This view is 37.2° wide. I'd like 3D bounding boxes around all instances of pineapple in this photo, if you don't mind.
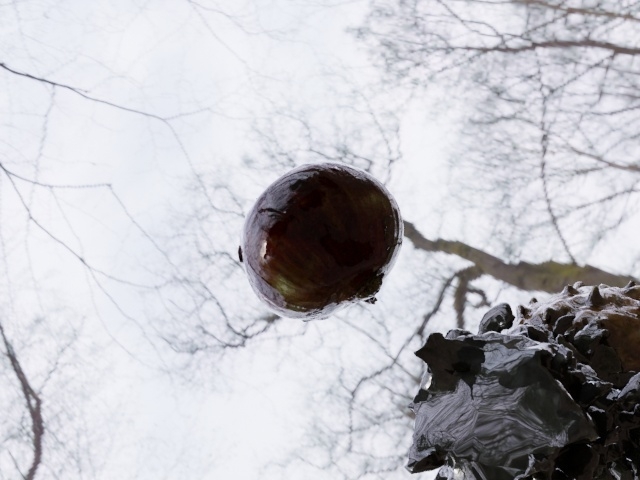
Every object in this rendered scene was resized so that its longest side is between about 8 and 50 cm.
[{"bbox_3d":[0.126,0.092,0.484,0.278,0.157,0.158,11,-80,-54],"label":"pineapple"}]

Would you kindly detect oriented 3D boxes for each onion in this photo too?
[{"bbox_3d":[0.000,0.000,0.656,0.117,0.118,0.118,-47,-53,-7],"label":"onion"}]
